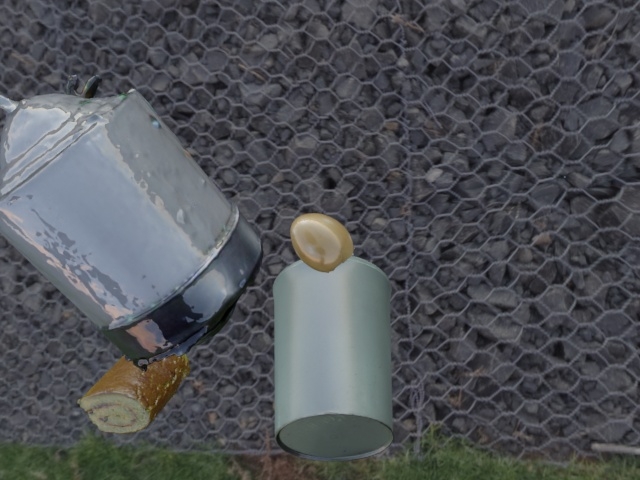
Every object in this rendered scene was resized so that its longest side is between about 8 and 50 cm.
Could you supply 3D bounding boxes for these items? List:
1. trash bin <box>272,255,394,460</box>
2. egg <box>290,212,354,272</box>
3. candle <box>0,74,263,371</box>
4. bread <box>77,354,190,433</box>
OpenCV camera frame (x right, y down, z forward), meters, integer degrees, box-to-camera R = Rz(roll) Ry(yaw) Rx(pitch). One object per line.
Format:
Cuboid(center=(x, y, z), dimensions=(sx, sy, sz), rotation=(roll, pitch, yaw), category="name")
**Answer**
Cuboid(center=(0.028, 0.236, 1.434), dimensions=(0.281, 0.280, 0.431), rotation=(-18, 48, 21), category="trash bin")
Cuboid(center=(0.000, 0.000, 0.947), dimensions=(0.080, 0.080, 0.096), rotation=(-34, 106, 20), category="egg")
Cuboid(center=(-0.211, -0.047, 0.602), dimensions=(0.188, 0.187, 0.330), rotation=(-29, 114, 21), category="candle")
Cuboid(center=(-0.323, 0.261, 1.154), dimensions=(0.132, 0.172, 0.103), rotation=(-11, 109, 20), category="bread")
